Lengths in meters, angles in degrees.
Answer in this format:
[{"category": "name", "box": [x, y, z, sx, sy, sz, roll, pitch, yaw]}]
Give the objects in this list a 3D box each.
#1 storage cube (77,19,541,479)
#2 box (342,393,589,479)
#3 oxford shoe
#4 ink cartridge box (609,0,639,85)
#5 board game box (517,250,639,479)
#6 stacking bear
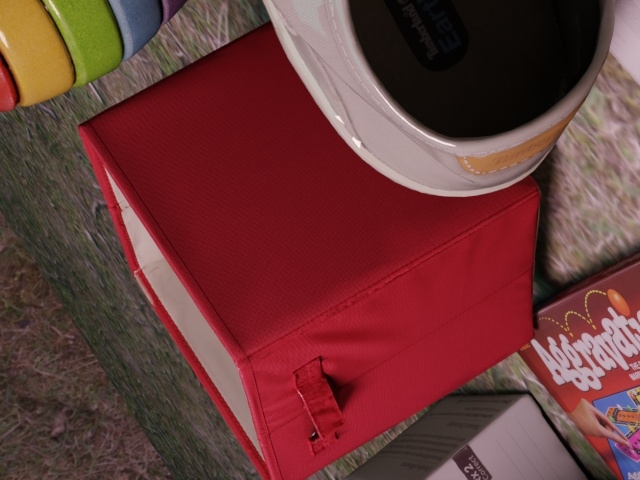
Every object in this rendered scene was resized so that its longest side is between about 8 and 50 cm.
[{"category": "storage cube", "box": [0.000, 0.000, 1.032, 0.215, 0.193, 0.183, 53, 167, 28]}, {"category": "box", "box": [0.134, 0.220, 1.328, 0.181, 0.119, 0.182, 53, 165, -5]}, {"category": "oxford shoe", "box": [-0.019, -0.209, 0.690, 0.449, 0.169, 0.130, 56, 169, -13]}, {"category": "ink cartridge box", "box": [0.142, -0.110, 0.732, 0.063, 0.029, 0.115, 51, 164, 9]}, {"category": "board game box", "box": [0.195, 0.081, 1.014, 0.145, 0.027, 0.281, 53, 165, 3]}, {"category": "stacking bear", "box": [-0.207, -0.155, 1.141, 0.164, 0.289, 0.175, 29, 152, 55]}]
